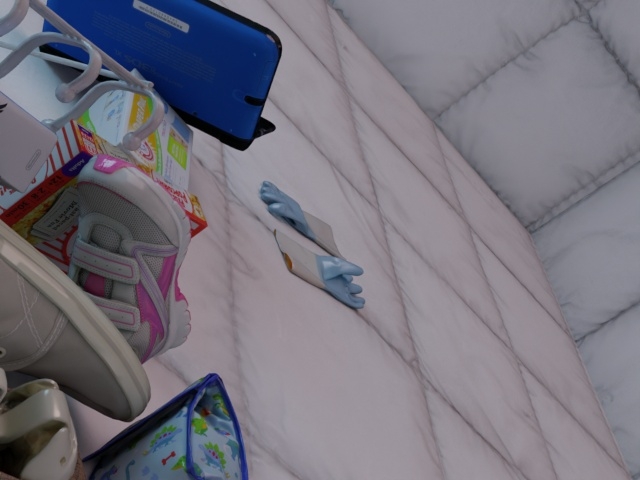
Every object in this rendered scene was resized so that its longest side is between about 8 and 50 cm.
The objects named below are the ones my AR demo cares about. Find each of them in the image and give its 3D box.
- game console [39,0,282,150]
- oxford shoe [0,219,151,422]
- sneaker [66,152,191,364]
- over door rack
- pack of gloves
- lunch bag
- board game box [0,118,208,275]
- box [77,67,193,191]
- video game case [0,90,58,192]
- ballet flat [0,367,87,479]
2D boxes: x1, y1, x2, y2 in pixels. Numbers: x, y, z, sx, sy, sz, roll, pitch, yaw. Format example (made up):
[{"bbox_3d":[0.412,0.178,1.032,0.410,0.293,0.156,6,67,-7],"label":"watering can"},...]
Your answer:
[{"bbox_3d":[-0.181,-0.249,1.602,0.293,0.250,0.173,26,43,3],"label":"game console"},{"bbox_3d":[-0.301,0.034,1.010,0.169,0.130,0.449,10,-28,41],"label":"oxford shoe"},{"bbox_3d":[-0.185,0.037,1.178,0.111,0.103,0.252,-50,148,-41],"label":"sneaker"},{"bbox_3d":[-0.329,-0.203,1.227,0.324,0.108,0.239,32,-4,32],"label":"over door rack"},{"bbox_3d":[0.000,0.000,2.009,0.232,0.046,0.195,34,28,-51],"label":"pack of gloves"},{"bbox_3d":[-0.136,0.196,1.119,0.096,0.129,0.151,47,19,-27],"label":"lunch bag"},{"bbox_3d":[-0.227,-0.024,1.259,0.193,0.147,0.045,33,27,-51],"label":"board game box"},{"bbox_3d":[-0.223,-0.092,1.473,0.114,0.103,0.203,48,18,-26],"label":"box"},{"bbox_3d":[-0.369,-0.145,1.002,0.269,0.061,0.244,17,-16,47],"label":"video game case"},{"bbox_3d":[-0.253,0.139,0.948,0.316,0.106,0.107,34,26,-50],"label":"ballet flat"}]
